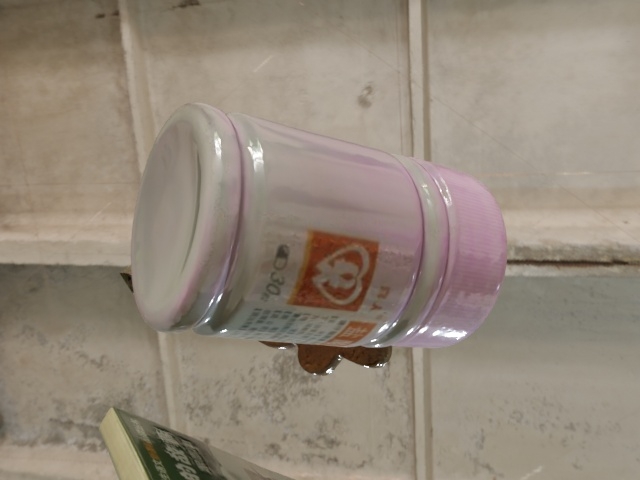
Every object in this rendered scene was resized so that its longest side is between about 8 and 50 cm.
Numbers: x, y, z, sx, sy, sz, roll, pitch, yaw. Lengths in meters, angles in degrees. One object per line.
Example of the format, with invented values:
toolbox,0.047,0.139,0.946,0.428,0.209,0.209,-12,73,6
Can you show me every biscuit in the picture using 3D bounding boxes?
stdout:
biscuit,-0.007,0.086,0.886,0.236,0.039,0.179,13,-91,24

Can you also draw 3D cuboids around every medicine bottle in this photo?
medicine bottle,0.000,0.000,0.641,0.316,0.202,0.202,9,-72,-31

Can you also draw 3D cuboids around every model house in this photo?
model house,-0.287,0.060,1.107,0.058,0.083,0.057,-38,-68,-29

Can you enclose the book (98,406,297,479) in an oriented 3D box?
book,-0.053,0.243,0.575,0.264,0.202,0.027,35,-93,-34
